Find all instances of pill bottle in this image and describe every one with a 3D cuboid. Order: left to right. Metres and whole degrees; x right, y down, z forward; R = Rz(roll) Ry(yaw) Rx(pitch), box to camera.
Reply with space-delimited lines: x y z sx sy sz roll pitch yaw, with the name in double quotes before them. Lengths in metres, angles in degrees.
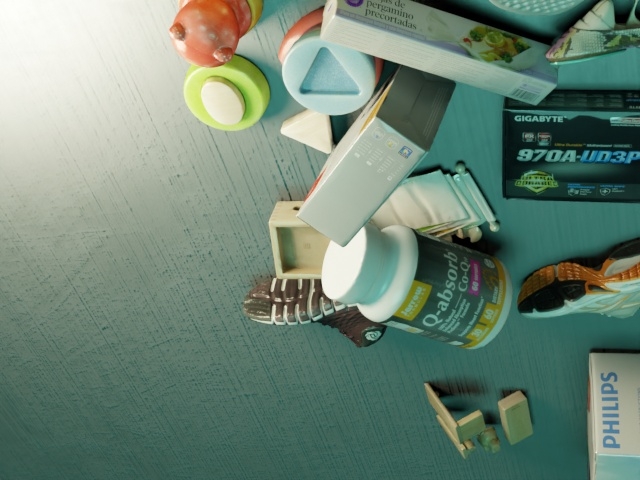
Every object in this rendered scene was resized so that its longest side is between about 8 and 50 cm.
"pill bottle" 0.153 0.067 1.686 0.278 0.162 0.162 18 138 -25

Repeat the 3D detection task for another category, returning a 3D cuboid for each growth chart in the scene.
"growth chart" 0.157 -0.048 1.706 0.237 0.021 0.172 -9 132 22

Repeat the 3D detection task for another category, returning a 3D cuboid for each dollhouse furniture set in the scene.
"dollhouse furniture set" 0.307 0.327 2.047 0.151 0.123 0.144 -27 132 -9

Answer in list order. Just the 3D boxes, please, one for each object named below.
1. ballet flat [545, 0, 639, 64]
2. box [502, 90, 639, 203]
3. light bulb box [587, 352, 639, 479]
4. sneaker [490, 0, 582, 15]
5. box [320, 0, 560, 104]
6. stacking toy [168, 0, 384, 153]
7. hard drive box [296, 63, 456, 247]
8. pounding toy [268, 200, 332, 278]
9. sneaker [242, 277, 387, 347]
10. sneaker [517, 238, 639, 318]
"ballet flat" 0.405 -0.280 1.382 0.221 0.077 0.079 -4 112 9
"box" 0.377 -0.135 1.542 0.220 0.051 0.175 3 135 12
"light bulb box" 0.663 0.394 1.885 0.361 0.225 0.358 0 135 13
"sneaker" 0.208 -0.382 1.296 0.321 0.127 0.126 13 149 -36
"box" 0.163 -0.263 1.414 0.324 0.063 0.067 14 155 -12
"stacking toy" -0.078 -0.221 1.512 0.309 0.130 0.279 16 136 -2
"hard drive box" 0.081 -0.128 1.522 0.089 0.181 0.232 33 133 -6
"pounding toy" 0.000 0.000 1.756 0.141 0.100 0.130 -1 120 11
"sneaker" 0.012 0.141 1.878 0.281 0.106 0.162 -7 136 19
"sneaker" 0.454 0.094 1.728 0.262 0.099 0.121 -18 132 30
